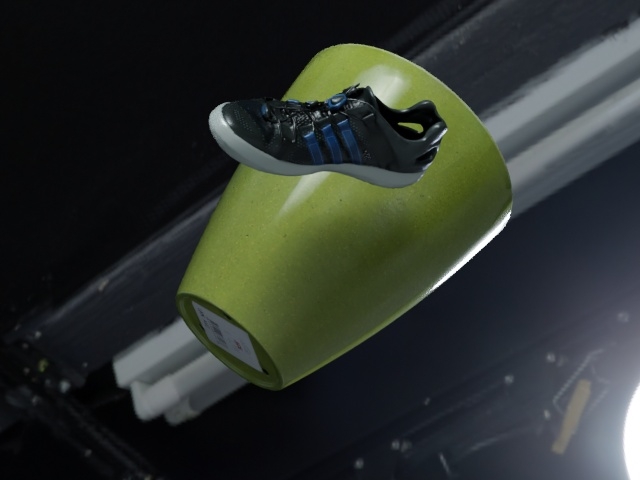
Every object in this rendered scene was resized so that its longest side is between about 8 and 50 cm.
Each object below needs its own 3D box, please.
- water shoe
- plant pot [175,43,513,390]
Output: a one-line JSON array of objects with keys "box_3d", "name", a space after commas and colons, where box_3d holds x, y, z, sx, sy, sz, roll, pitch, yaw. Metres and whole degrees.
[{"box_3d": [0.009, -0.098, 0.776, 0.203, 0.073, 0.080, 5, -46, -32], "name": "water shoe"}, {"box_3d": [0.000, 0.000, 0.977, 0.275, 0.293, 0.274, 33, -26, 18], "name": "plant pot"}]
